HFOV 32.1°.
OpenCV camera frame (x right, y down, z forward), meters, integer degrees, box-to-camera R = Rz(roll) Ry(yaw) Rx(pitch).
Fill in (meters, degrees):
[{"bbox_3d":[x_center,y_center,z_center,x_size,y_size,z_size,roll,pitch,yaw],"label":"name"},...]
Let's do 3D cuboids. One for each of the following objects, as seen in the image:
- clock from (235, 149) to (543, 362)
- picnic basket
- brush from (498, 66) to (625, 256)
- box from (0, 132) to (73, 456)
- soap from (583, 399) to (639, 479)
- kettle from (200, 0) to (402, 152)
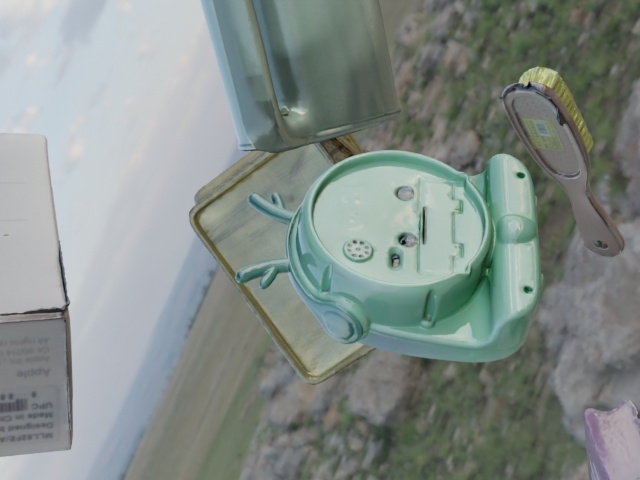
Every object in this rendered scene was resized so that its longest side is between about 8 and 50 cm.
[{"bbox_3d":[0.048,0.004,0.785,0.066,0.210,0.159,95,178,-49],"label":"clock"},{"bbox_3d":[0.000,0.000,1.537,0.228,0.313,0.175,-34,5,18],"label":"picnic basket"},{"bbox_3d":[0.294,-0.087,1.265,0.072,0.313,0.067,11,61,41],"label":"brush"},{"bbox_3d":[-0.260,0.025,0.669,0.252,0.203,0.106,-119,28,-57],"label":"box"},{"bbox_3d":[0.352,0.294,1.275,0.122,0.065,0.203,-100,-4,-50],"label":"soap"},{"bbox_3d":[-0.031,-0.266,1.218,0.265,0.205,0.318,-147,44,-76],"label":"kettle"}]
